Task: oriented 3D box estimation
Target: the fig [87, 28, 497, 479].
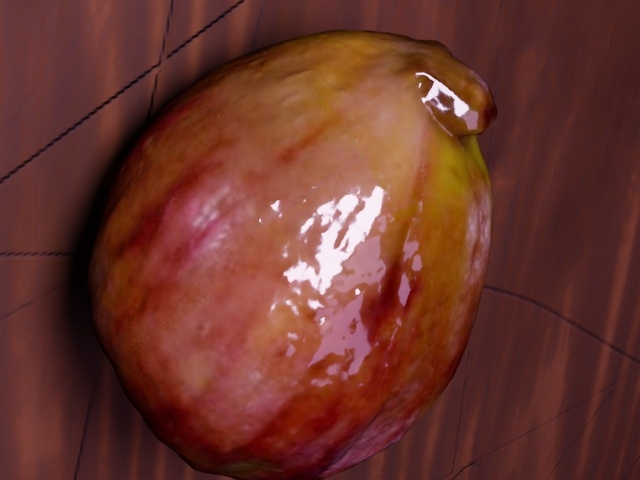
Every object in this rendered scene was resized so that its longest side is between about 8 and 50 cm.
[{"bbox_3d":[-0.010,0.006,1.039,0.224,0.224,0.263,18,92,-52],"label":"fig"}]
